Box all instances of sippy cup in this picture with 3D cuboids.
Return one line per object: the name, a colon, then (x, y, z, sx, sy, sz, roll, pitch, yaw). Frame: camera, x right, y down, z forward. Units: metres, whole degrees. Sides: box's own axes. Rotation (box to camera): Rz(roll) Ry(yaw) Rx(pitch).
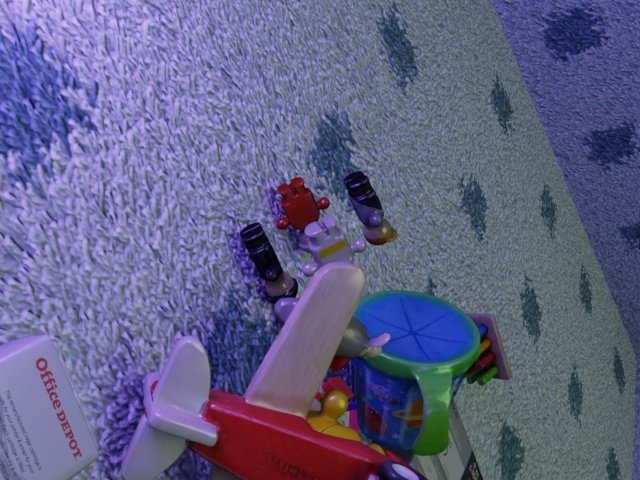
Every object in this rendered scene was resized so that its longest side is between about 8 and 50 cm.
sippy cup: (0.152, 0.243, 1.225, 0.305, 0.239, 0.224, -41, 144, -54)

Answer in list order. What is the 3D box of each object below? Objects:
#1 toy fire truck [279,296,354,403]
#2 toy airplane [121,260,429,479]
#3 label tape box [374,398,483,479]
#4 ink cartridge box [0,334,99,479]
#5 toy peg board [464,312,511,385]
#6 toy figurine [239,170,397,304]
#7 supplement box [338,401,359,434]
toy fire truck: (-0.008, 0.180, 1.092, 0.192, 0.047, 0.135, 47, 23, 14)
toy airplane: (-0.061, 0.264, 0.898, 0.272, 0.385, 0.385, -24, 93, -87)
label tape box: (0.246, 0.445, 1.420, 0.347, 0.115, 0.249, -42, 116, -49)
ink cartridge box: (-0.345, 0.206, 0.665, 0.208, 0.086, 0.153, -30, 106, -52)
toy peg board: (0.338, 0.258, 1.568, 0.079, 0.161, 0.161, -28, 105, -39)
toy figurine: (0.000, 0.000, 1.102, 0.213, 0.209, 0.148, -56, 132, -44)
supplement box: (-0.005, 0.378, 1.082, 0.111, 0.113, 0.220, 8, 73, -54)
